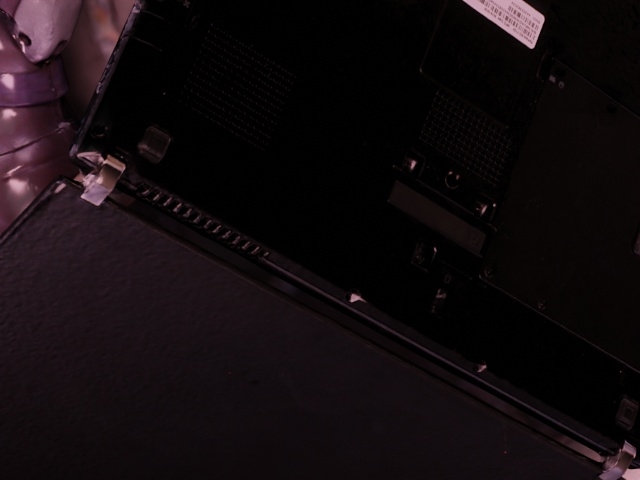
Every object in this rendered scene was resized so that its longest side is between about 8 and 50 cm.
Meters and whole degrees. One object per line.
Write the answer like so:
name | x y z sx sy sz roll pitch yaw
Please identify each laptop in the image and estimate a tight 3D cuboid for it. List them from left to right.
laptop | 0.000 0.000 0.570 0.234 0.136 0.264 29 73 -28

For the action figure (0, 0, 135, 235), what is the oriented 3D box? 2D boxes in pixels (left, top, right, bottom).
action figure | -0.115 -0.081 0.588 0.185 0.099 0.285 6 118 18
